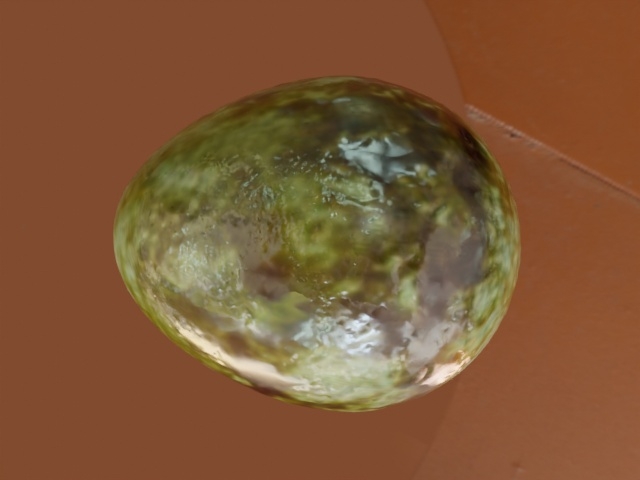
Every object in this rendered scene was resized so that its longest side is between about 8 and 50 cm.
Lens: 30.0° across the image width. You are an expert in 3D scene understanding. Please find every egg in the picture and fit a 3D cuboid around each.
[{"bbox_3d":[0.000,0.000,0.848,0.289,0.238,0.238,7,89,-19],"label":"egg"}]
